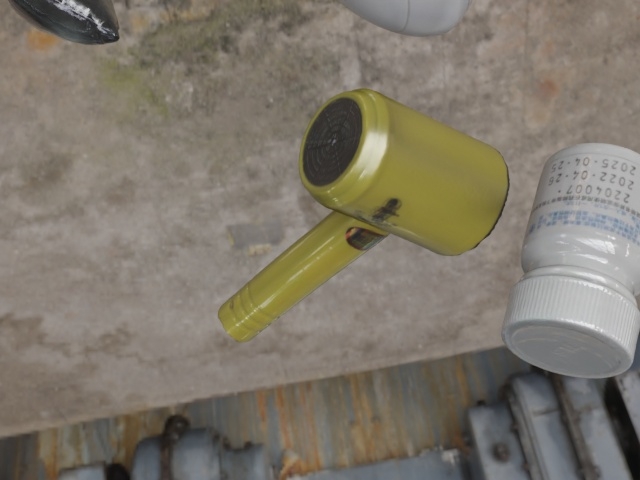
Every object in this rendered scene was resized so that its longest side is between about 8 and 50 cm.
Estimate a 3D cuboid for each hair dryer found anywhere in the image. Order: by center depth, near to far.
[{"bbox_3d":[0.000,0.000,0.721,0.134,0.090,0.278,18,137,-36],"label":"hair dryer"}]

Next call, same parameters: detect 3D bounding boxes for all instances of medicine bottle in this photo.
[{"bbox_3d":[0.213,0.014,0.742,0.105,0.168,0.105,17,154,9],"label":"medicine bottle"}]

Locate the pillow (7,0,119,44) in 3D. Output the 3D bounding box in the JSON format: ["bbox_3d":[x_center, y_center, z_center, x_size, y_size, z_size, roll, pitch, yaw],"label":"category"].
[{"bbox_3d":[-0.366,-0.339,1.306,0.186,0.250,0.106,27,97,-19],"label":"pillow"}]

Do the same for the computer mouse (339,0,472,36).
[{"bbox_3d":[0.032,-0.307,0.888,0.121,0.297,0.184,-32,152,-10],"label":"computer mouse"}]
